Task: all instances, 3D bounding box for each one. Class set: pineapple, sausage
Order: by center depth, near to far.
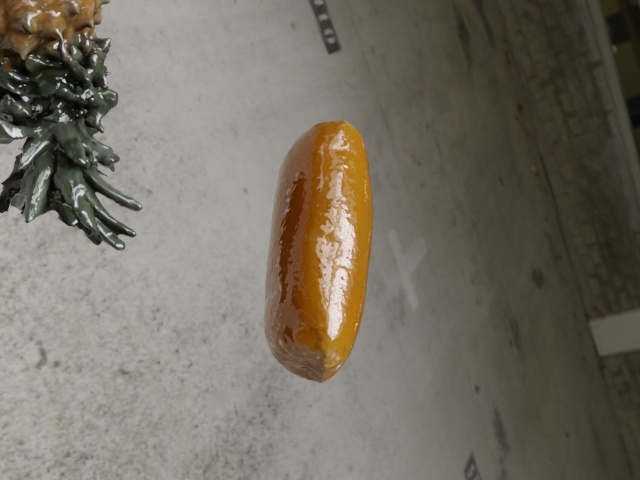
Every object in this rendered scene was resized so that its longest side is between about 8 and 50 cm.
[{"bbox_3d":[-0.232,-0.153,0.673,0.169,0.169,0.340,-42,120,-62],"label":"pineapple"},{"bbox_3d":[0.000,0.000,0.687,0.098,0.098,0.238,42,46,-46],"label":"sausage"}]
